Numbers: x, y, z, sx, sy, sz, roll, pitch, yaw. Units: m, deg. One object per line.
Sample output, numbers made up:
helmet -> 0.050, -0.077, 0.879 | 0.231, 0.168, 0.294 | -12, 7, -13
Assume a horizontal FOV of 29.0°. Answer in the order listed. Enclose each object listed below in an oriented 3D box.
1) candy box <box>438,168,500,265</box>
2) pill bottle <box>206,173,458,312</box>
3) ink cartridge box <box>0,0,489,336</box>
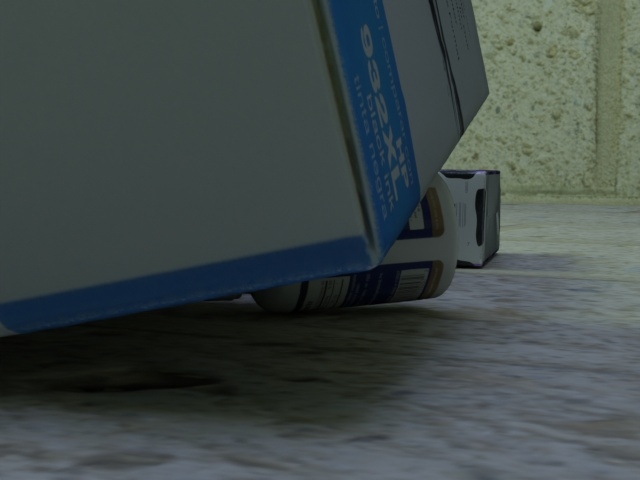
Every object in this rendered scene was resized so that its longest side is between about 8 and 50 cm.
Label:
candy box -> 0.037, -0.023, 0.961 | 0.196, 0.070, 0.165 | 2, 4, 12
pill bottle -> 0.000, 0.000, 0.596 | 0.120, 0.067, 0.067 | -4, 5, -18
ink cartridge box -> -0.065, -0.069, 0.489 | 0.223, 0.129, 0.307 | -12, 12, 16
